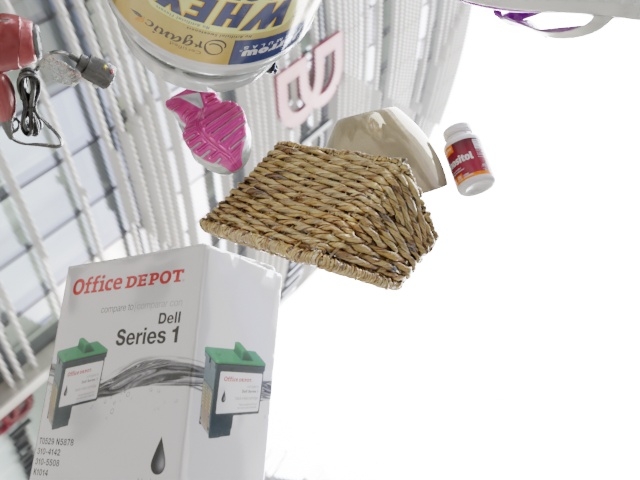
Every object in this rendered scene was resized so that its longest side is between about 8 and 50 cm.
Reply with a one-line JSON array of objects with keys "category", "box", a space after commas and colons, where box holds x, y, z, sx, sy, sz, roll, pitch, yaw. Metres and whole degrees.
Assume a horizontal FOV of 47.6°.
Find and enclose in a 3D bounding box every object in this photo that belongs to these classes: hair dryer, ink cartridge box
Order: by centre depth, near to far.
[{"category": "ink cartridge box", "box": [-0.123, 0.122, 0.536, 0.160, 0.220, 0.092, -9, -22, 34]}, {"category": "hair dryer", "box": [-0.473, -0.233, 1.070, 0.223, 0.080, 0.293, -40, -43, 24]}]

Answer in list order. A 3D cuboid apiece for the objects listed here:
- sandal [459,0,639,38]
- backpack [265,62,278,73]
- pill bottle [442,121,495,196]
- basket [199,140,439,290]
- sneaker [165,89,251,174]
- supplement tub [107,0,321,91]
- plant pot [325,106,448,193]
[{"category": "sandal", "box": [0.412, -0.391, 1.243, 0.416, 0.169, 0.102, 4, -57, -2]}, {"category": "backpack", "box": [-0.173, -0.462, 1.611, 0.173, 0.117, 0.158, 28, -67, 36]}, {"category": "pill bottle", "box": [0.322, -0.180, 1.602, 0.086, 0.086, 0.152, 128, -47, -54]}, {"category": "basket", "box": [0.000, 0.000, 1.134, 0.299, 0.223, 0.213, 15, -36, 42]}, {"category": "sneaker", "box": [-0.161, -0.162, 1.155, 0.111, 0.103, 0.252, 64, -5, -38]}, {"category": "supplement tub", "box": [-0.090, -0.297, 0.682, 0.228, 0.228, 0.316, 45, -23, 0]}, {"category": "plant pot", "box": [0.121, -0.185, 1.589, 0.284, 0.284, 0.191, -5, -79, 47]}]
